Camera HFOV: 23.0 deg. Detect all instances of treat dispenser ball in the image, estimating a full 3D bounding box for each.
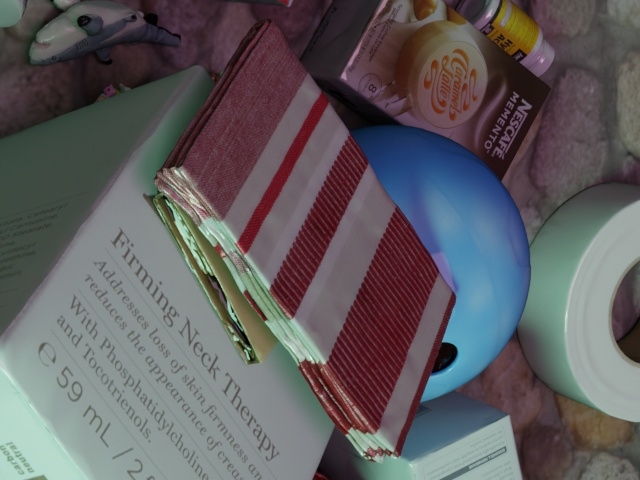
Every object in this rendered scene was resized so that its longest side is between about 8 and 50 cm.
[{"bbox_3d":[0.071,0.025,1.616,0.288,0.288,0.288,-7,104,-30],"label":"treat dispenser ball"}]

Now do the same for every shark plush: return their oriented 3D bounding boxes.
[{"bbox_3d":[-0.214,-0.205,1.556,0.161,0.073,0.067,-13,128,-49],"label":"shark plush"}]

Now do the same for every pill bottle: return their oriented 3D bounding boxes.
[{"bbox_3d":[0.210,-0.233,1.779,0.116,0.065,0.065,33,83,-31],"label":"pill bottle"}]

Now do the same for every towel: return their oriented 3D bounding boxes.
[{"bbox_3d":[0.000,0.000,1.336,0.329,0.037,0.237,55,36,-23],"label":"towel"}]

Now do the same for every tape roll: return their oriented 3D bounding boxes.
[{"bbox_3d":[0.380,0.073,1.925,0.286,0.100,0.286,-6,103,-29],"label":"tape roll"}]

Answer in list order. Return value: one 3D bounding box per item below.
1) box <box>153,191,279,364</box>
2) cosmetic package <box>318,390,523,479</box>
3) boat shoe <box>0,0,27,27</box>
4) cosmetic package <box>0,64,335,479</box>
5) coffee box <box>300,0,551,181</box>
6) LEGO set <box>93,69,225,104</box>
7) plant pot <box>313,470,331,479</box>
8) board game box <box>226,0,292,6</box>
[{"bbox_3d":[-0.051,-0.016,1.329,0.164,0.021,0.201,62,34,-18],"label":"box"},{"bbox_3d":[0.114,0.285,1.734,0.138,0.224,0.224,-22,111,-26],"label":"cosmetic package"},{"bbox_3d":[-0.367,-0.267,1.428,0.219,0.078,0.070,24,53,-29],"label":"boat shoe"},{"bbox_3d":[-0.212,0.118,1.350,0.329,0.327,0.393,57,36,-25],"label":"cosmetic package"},{"bbox_3d":[0.115,-0.177,1.713,0.246,0.098,0.141,32,83,-32],"label":"coffee box"},{"bbox_3d":[-0.150,-0.117,1.590,0.287,0.107,0.132,-43,153,-22],"label":"LEGO set"},{"bbox_3d":[-0.031,0.338,1.682,0.191,0.174,0.191,-8,103,-34],"label":"plant pot"},{"bbox_3d":[-0.144,-0.345,1.496,0.275,0.144,0.142,23,87,-33],"label":"board game box"}]
